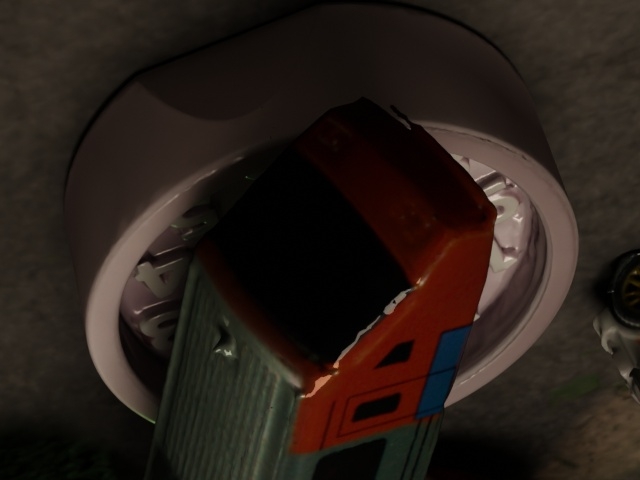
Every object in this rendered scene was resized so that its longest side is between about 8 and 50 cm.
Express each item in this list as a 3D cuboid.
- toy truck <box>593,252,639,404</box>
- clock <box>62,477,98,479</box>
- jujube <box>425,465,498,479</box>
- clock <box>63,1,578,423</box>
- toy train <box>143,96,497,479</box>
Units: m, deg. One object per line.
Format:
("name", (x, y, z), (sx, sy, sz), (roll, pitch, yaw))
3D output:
("toy truck", (0.240, 0.028, 0.831), (0.227, 0.114, 0.098), (-31, 138, 18))
("clock", (-0.127, 0.226, 0.875), (0.057, 0.237, 0.237), (17, 150, 27))
("jujube", (0.058, 0.239, 0.929), (0.213, 0.232, 0.213), (-11, 139, -9))
("clock", (0.000, 0.000, 0.758), (0.197, 0.068, 0.197), (-9, 140, -8))
("toy train", (-0.029, 0.132, 0.733), (0.089, 0.086, 0.409), (-16, 137, -32))
